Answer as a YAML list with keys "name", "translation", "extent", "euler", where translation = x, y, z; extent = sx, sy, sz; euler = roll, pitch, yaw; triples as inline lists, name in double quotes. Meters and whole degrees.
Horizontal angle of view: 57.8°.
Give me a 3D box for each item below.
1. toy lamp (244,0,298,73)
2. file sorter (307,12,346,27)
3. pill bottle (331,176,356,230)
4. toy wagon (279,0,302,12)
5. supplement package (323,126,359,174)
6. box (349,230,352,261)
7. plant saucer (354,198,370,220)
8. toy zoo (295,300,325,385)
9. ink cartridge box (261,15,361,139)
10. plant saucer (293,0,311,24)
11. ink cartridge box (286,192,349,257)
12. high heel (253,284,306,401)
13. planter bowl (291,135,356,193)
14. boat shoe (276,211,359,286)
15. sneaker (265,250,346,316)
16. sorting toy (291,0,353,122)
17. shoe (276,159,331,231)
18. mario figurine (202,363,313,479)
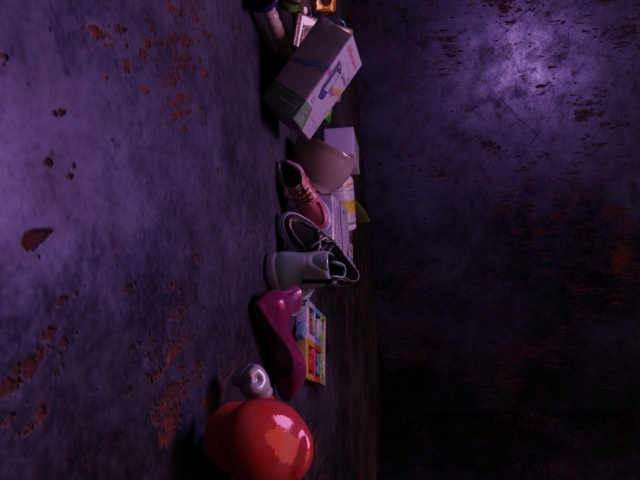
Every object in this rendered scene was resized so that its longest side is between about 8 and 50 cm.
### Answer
- name: "toy lamp"
  translation: [-0.085, -0.421, 1.212]
  extent: [0.275, 0.080, 0.080]
  euler: [52, 36, -69]
- name: "file sorter"
  translation: [0.005, -0.498, 1.561]
  extent: [0.118, 0.104, 0.171]
  euler: [58, 44, -72]
- name: "pill bottle"
  translation: [0.043, -0.134, 1.743]
  extent: [0.117, 0.117, 0.209]
  euler: [-50, 137, -76]
- name: "toy wagon"
  translation: [-0.048, -0.650, 1.297]
  extent: [0.267, 0.068, 0.345]
  euler: [100, 5, -56]
- name: "supplement package"
  translation: [0.075, -0.306, 2.011]
  extent: [0.179, 0.105, 0.105]
  euler: [54, 35, -72]
- name: "box"
  translation: [0.083, 0.032, 2.089]
  extent: [0.100, 0.060, 0.245]
  euler: [39, 50, -77]
- name: "plant saucer"
  translation: [0.095, -0.139, 2.053]
  extent: [0.188, 0.045, 0.188]
  euler: [52, 3, 13]
- name: "toy zoo"
  translation: [-0.026, 0.263, 1.481]
  extent: [0.293, 0.030, 0.193]
  euler: [58, 30, -70]
- name: "ink cartridge box"
  translation: [-0.014, -0.343, 1.241]
  extent: [0.213, 0.093, 0.154]
  euler: [-56, 168, 0]
- name: "plant saucer"
  translation: [-0.051, -0.625, 1.600]
  extent: [0.168, 0.029, 0.169]
  euler: [-3, 90, -81]
- name: "ink cartridge box"
  translation: [0.000, 0.000, 1.460]
  extent: [0.273, 0.114, 0.197]
  euler: [25, 64, -78]
- name: "high heel"
  translation: [-0.085, 0.208, 1.096]
  extent: [0.117, 0.082, 0.244]
  euler: [-16, 119, -51]
- name: "planter bowl"
  translation: [-0.005, -0.172, 1.427]
  extent: [0.109, 0.162, 0.162]
  euler: [-66, 168, -3]
- name: "boat shoe"
  translation: [0.000, 0.014, 1.267]
  extent: [0.078, 0.219, 0.070]
  euler: [-54, -164, -23]
- name: "sneaker"
  translation: [-0.016, 0.099, 1.236]
  extent: [0.256, 0.150, 0.094]
  euler: [70, 19, -63]
- name: "sorting toy"
  translation: [-0.010, -0.448, 1.427]
  extent: [0.195, 0.047, 0.348]
  euler: [-1, 108, -43]
- name: "shoe"
  translation: [-0.040, -0.100, 1.295]
  extent: [0.178, 0.063, 0.081]
  euler: [61, 11, 10]
- name: "mario figurine"
  translation: [-0.110, 0.313, 0.842]
  extent: [0.198, 0.170, 0.321]
  euler: [52, -21, 29]
